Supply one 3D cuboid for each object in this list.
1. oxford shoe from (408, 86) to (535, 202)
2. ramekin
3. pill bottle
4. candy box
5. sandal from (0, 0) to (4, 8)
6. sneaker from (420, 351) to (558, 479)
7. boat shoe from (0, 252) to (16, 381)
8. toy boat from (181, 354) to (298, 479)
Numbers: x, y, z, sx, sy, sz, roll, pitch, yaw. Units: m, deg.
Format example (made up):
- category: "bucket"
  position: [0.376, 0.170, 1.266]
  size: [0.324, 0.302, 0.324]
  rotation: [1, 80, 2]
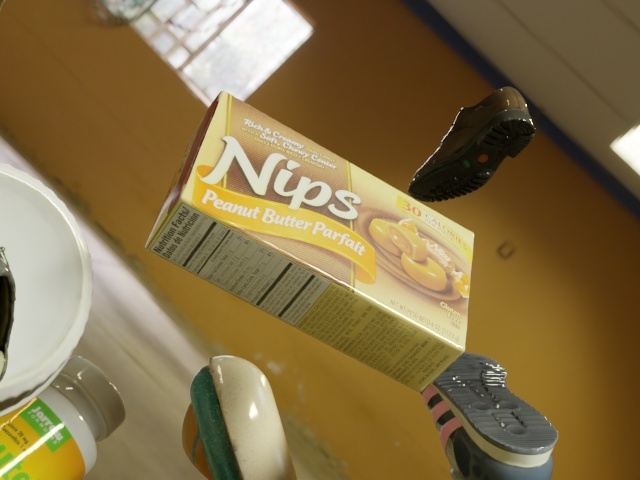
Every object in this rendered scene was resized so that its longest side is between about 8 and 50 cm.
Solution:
- category: "oxford shoe"
  position: [0.207, -0.131, 1.636]
  size: [0.083, 0.227, 0.096]
  rotation: [23, 45, -33]
- category: "ramekin"
  position: [-0.344, 0.043, 1.117]
  size: [0.273, 0.273, 0.127]
  rotation: [46, -27, -13]
- category: "pill bottle"
  position: [-0.341, 0.241, 1.316]
  size: [0.136, 0.245, 0.136]
  rotation: [28, -41, 28]
- category: "candy box"
  position: [0.000, 0.000, 1.179]
  size: [0.316, 0.087, 0.183]
  rotation: [28, 39, -13]
- category: "sandal"
  position: [-0.280, -0.196, 0.922]
  size: [0.072, 0.180, 0.049]
  rotation: [-8, 43, -37]
- category: "sneaker"
  position: [0.165, 0.216, 1.292]
  size: [0.112, 0.131, 0.319]
  rotation: [3, 14, -7]
- category: "boat shoe"
  position: [-0.266, 0.084, 0.851]
  size: [0.080, 0.223, 0.073]
  rotation: [-18, 49, -40]
- category: "toy boat"
  position: [-0.103, 0.288, 1.404]
  size: [0.318, 0.148, 0.267]
  rotation: [-116, -170, -67]
